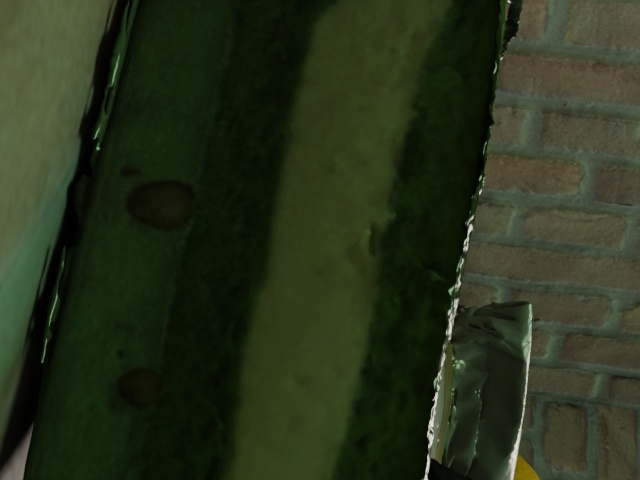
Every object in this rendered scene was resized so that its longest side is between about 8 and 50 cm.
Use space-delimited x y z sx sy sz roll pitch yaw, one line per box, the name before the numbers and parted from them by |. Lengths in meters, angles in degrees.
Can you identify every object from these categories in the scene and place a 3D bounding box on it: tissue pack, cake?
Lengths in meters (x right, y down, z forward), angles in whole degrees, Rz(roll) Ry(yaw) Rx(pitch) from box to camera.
tissue pack | 0.063 0.169 1.064 0.238 0.239 0.305 -73 168 -59
cake | -0.014 0.029 0.510 0.172 0.158 0.283 87 13 -66

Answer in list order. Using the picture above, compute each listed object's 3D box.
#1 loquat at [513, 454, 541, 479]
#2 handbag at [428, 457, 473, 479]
loquat | 0.130 0.402 1.465 0.328 0.329 0.359 69 8 -77
handbag | 0.056 0.308 0.966 0.275 0.088 0.244 -51 135 2
